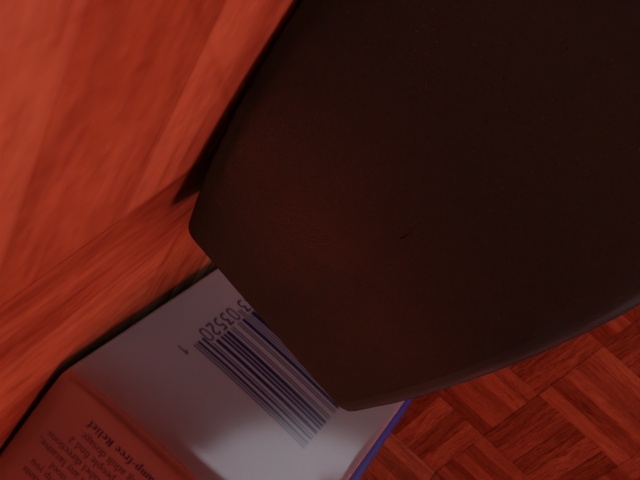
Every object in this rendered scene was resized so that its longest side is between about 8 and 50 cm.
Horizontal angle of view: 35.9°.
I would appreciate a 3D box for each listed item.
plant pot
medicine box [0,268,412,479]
[{"bbox_3d":[0.071,-0.050,0.397,0.234,0.165,0.166,-41,179,29],"label":"plant pot"},{"bbox_3d":[-0.097,0.163,0.631,0.289,0.149,0.263,-51,174,28],"label":"medicine box"}]
